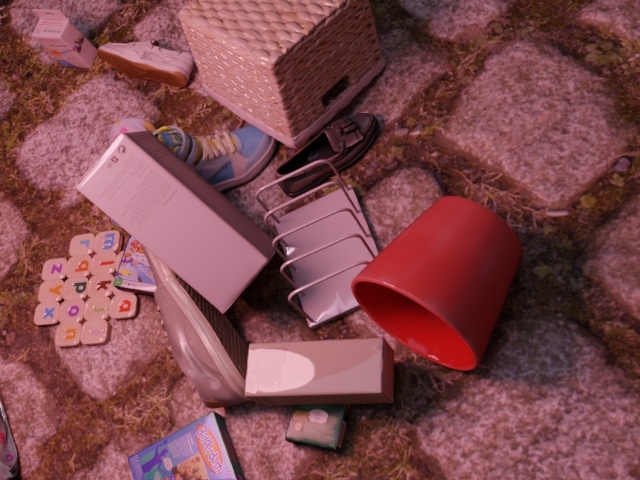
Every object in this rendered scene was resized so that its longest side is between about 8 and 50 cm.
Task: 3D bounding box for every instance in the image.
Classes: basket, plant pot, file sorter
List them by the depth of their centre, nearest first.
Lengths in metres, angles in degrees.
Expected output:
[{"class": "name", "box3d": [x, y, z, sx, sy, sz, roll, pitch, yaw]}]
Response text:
[{"class": "plant pot", "box3d": [0.236, 0.068, 1.576, 0.275, 0.275, 0.243, 26, 67, 29]}, {"class": "file sorter", "box3d": [0.000, 0.000, 1.735, 0.193, 0.173, 0.278, -25, 59, 8]}, {"class": "basket", "box3d": [-0.085, -0.450, 1.897, 0.331, 0.266, 0.328, 34, 69, 31]}]

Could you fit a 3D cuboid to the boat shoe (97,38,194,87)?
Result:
[{"class": "boat shoe", "box3d": [-0.448, -0.477, 2.189, 0.277, 0.098, 0.096, 19, 73, 18]}]

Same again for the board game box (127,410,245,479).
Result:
[{"class": "board game box", "box3d": [-0.271, 0.465, 1.694, 0.210, 0.047, 0.160, -29, 58, 7]}]

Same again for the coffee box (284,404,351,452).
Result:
[{"class": "coffee box", "box3d": [0.007, 0.315, 1.659, 0.113, 0.040, 0.184, 5, 68, 23]}]

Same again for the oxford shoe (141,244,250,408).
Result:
[{"class": "oxford shoe", "box3d": [-0.280, 0.161, 1.759, 0.130, 0.169, 0.449, -38, 69, 15]}]

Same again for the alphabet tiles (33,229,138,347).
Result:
[{"class": "alphabet tiles", "box3d": [-0.546, 0.113, 1.986, 0.278, 0.021, 0.284, -7, 64, 19]}]

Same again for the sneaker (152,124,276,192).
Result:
[{"class": "sneaker", "box3d": [-0.259, -0.206, 1.909, 0.319, 0.208, 0.127, -32, 56, -3]}]

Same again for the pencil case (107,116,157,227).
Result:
[{"class": "pencil case", "box3d": [-0.450, -0.164, 2.027, 0.124, 0.113, 0.273, -6, 63, -3]}]

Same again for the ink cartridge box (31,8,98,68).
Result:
[{"class": "ink cartridge box", "box3d": [-0.697, -0.542, 2.263, 0.104, 0.181, 0.061, 9, 70, 25]}]

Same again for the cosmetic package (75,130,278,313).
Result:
[{"class": "cosmetic package", "box3d": [-0.281, -0.046, 1.732, 0.385, 0.217, 0.156, 43, 99, -2]}]

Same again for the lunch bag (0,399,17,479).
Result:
[{"class": "lunch bag", "box3d": [-0.805, 0.456, 1.850, 0.223, 0.160, 0.262, -30, 70, 2]}]

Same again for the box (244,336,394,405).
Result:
[{"class": "box", "box3d": [-0.001, 0.254, 1.611, 0.275, 0.094, 0.113, -3, 65, 18]}]

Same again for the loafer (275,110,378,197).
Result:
[{"class": "loafer", "box3d": [0.014, -0.201, 1.875, 0.267, 0.084, 0.096, -40, 58, 0]}]

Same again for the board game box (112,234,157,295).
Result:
[{"class": "board game box", "box3d": [-0.358, 0.060, 1.913, 0.201, 0.035, 0.136, 7, 69, 16]}]
